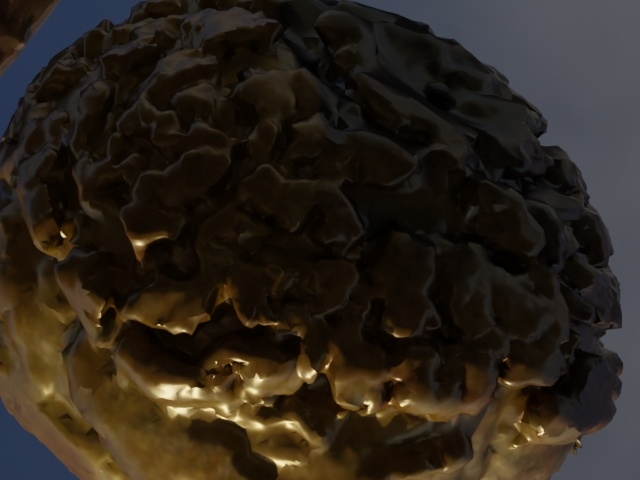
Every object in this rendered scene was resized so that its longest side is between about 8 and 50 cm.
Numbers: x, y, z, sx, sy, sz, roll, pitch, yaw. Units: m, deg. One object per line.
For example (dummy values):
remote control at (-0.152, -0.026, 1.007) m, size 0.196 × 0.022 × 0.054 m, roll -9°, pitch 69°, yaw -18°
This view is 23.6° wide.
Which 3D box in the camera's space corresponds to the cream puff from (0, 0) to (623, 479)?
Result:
cream puff at (0.000, 0.000, 0.752) m, size 0.327 × 0.343 × 0.231 m, roll 30°, pitch -63°, yaw 11°

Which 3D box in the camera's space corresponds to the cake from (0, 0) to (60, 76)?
cake at (-0.315, -0.227, 1.086) m, size 0.309 × 0.237 × 0.230 m, roll -49°, pitch -153°, yaw 0°
